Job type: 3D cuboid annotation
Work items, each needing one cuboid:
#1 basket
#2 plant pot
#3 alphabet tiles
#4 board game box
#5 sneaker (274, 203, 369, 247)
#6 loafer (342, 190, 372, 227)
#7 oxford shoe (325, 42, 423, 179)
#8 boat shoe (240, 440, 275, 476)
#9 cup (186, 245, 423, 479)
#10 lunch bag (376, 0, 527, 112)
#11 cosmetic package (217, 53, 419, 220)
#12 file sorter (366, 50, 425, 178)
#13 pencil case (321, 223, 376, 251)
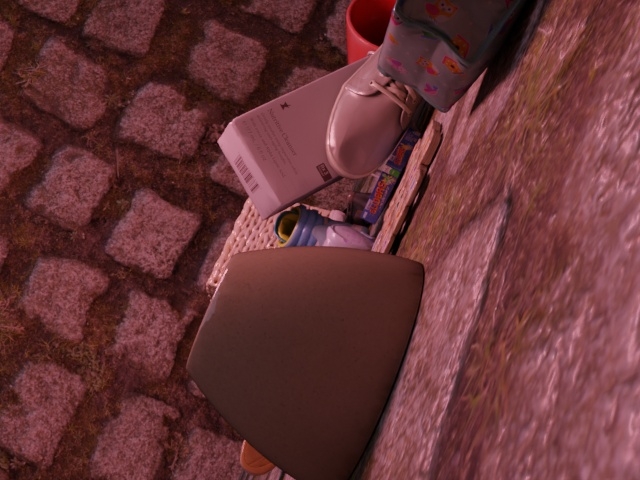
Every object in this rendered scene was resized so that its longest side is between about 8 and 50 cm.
[{"bbox_3d":[-0.107,0.104,2.182,0.328,0.266,0.331,90,-162,-59],"label":"basket"},{"bbox_3d":[0.191,-0.508,2.291,0.243,0.275,0.275,98,-170,-52],"label":"plant pot"},{"bbox_3d":[0.152,-0.076,1.520,0.278,0.021,0.284,-73,6,-69],"label":"alphabet tiles"},{"bbox_3d":[0.148,-0.135,1.720,0.136,0.035,0.201,-66,-6,33],"label":"board game box"},{"bbox_3d":[0.000,0.000,1.921,0.319,0.208,0.127,90,-160,-78],"label":"sneaker"},{"bbox_3d":[0.094,-0.076,2.169,0.267,0.084,0.096,119,173,-74],"label":"loafer"},{"bbox_3d":[0.157,-0.330,1.766,0.449,0.169,0.130,-56,12,-9],"label":"oxford shoe"},{"bbox_3d":[-0.097,0.413,1.833,0.277,0.098,0.096,-56,-7,-46],"label":"boat shoe"},{"bbox_3d":[-0.037,0.137,1.114,0.331,0.237,0.331,-157,90,-88],"label":"cup"},{"bbox_3d":[0.204,-0.341,1.159,0.262,0.160,0.223,-57,-3,-7],"label":"lunch bag"},{"bbox_3d":[-0.003,-0.230,1.855,0.385,0.217,0.156,-32,0,-22],"label":"cosmetic package"},{"bbox_3d":[0.144,-0.301,2.088,0.193,0.173,0.278,-121,53,-88],"label":"file sorter"},{"bbox_3d":[0.023,0.102,1.718,0.273,0.113,0.124,-67,-17,13],"label":"pencil case"}]
